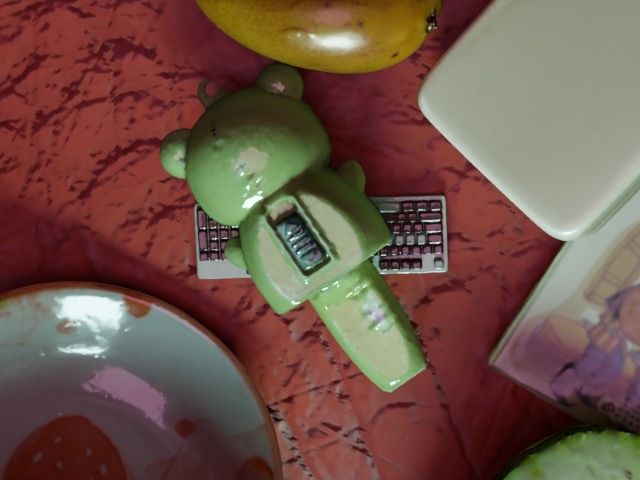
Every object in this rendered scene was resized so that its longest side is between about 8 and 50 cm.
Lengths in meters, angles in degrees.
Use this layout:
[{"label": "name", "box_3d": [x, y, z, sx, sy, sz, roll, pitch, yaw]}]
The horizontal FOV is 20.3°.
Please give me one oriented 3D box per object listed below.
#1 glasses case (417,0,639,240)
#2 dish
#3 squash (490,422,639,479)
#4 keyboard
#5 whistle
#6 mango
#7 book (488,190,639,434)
[{"label": "glasses case", "box_3d": [0.217, -0.161, 1.070, 0.144, 0.076, 0.336, 46, 103, 10]}, {"label": "dish", "box_3d": [-0.159, 0.161, 1.157, 0.260, 0.085, 0.260, 6, 65, -14]}, {"label": "squash", "box_3d": [0.158, 0.286, 1.127, 0.234, 0.210, 0.309, 18, 109, -17]}, {"label": "keyboard", "box_3d": [0.000, 0.000, 1.172, 0.166, 0.017, 0.055, -2, 102, 5]}, {"label": "whistle", "box_3d": [-0.008, -0.007, 1.120, 0.105, 0.085, 0.227, -35, 92, 9]}, {"label": "mango", "box_3d": [-0.005, -0.145, 1.101, 0.159, 0.105, 0.084, 1, 129, 17]}, {"label": "book", "box_3d": [0.260, 0.022, 1.148, 0.202, 0.027, 0.264, 32, 104, -1]}]
